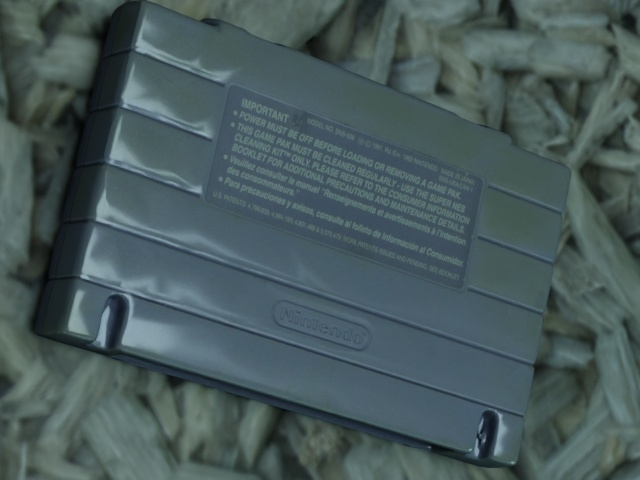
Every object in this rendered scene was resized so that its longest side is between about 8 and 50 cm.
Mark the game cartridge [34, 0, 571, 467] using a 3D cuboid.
[{"bbox_3d":[0.000,0.000,1.308,0.355,0.068,0.230,20,71,-29],"label":"game cartridge"}]
